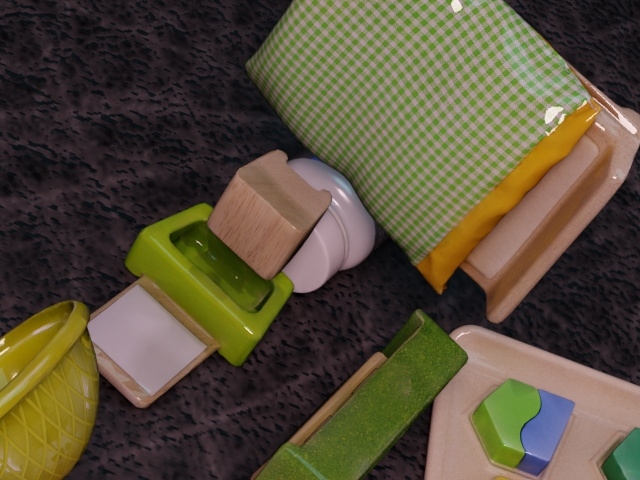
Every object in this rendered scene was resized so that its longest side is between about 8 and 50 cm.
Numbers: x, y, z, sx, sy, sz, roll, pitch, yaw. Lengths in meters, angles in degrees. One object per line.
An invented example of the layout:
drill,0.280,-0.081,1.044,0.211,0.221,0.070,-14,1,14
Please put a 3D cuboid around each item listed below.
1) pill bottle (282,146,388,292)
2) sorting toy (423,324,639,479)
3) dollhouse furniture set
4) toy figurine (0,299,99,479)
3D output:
pill bottle,0.015,-0.029,1.155,0.078,0.078,0.137,40,47,8
sorting toy,0.153,0.157,1.098,0.193,0.038,0.208,21,48,-9
dollhouse furniture set,0.000,0.000,0.970,0.197,0.301,0.151,42,45,8
toy figurine,-0.172,0.219,0.817,0.217,0.191,0.362,46,48,-4
